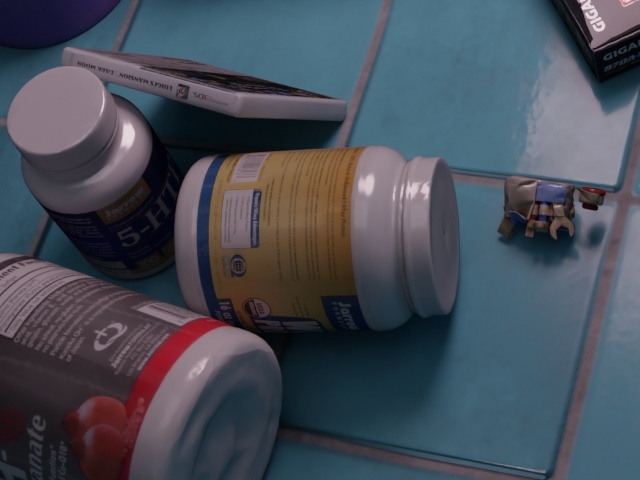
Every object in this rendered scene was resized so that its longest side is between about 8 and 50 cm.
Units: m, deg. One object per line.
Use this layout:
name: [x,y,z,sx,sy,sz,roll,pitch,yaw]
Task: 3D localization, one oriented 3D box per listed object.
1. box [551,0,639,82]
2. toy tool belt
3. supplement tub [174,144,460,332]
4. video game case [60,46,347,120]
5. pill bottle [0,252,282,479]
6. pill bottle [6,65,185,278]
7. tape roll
box: [0.271,-0.261,1.312,0.175,0.051,0.220,-24,58,3]
toy tool belt: [0.183,-0.021,1.212,0.083,0.052,0.051,11,97,26]
supplement tub: [0.000,0.000,1.193,0.199,0.144,0.144,-2,61,17]
video game case: [-0.094,-0.130,1.282,0.173,0.190,0.022,17,100,25]
pill bottle: [-0.205,0.111,1.175,0.318,0.176,0.176,17,68,25]
pill bottle: [-0.181,-0.057,1.256,0.112,0.187,0.112,-8,60,13]
tape roll: [-0.277,-0.285,1.480,0.189,0.080,0.189,-8,59,13]
